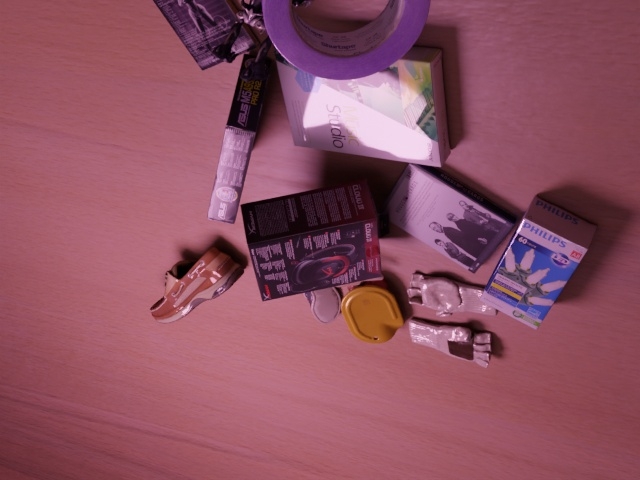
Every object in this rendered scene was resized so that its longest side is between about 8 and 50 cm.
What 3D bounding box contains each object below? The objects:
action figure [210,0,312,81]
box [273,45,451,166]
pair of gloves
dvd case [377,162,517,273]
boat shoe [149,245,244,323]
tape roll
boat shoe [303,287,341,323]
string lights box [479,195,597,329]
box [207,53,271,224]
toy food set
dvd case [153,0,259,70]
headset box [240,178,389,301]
[{"bbox_3d":[-0.103,-0.428,1.705,0.164,0.141,0.275,24,124,-2],"label":"action figure"},{"bbox_3d":[0.080,-0.264,1.826,0.322,0.058,0.232,10,134,25],"label":"box"},{"bbox_3d":[0.286,0.175,2.136,0.204,0.042,0.240,15,136,21],"label":"pair of gloves"},{"bbox_3d":[0.251,-0.049,1.947,0.239,0.029,0.179,33,140,2],"label":"dvd case"},{"bbox_3d":[-0.325,0.101,2.418,0.324,0.122,0.120,-31,104,38],"label":"boat shoe"},{"bbox_3d":[0.038,-0.405,1.590,0.275,0.090,0.275,-3,128,-4],"label":"tape roll"},{"bbox_3d":[-0.007,0.110,2.266,0.065,0.075,0.206,56,171,49],"label":"boat shoe"},{"bbox_3d":[0.422,0.046,1.893,0.133,0.077,0.259,27,139,9],"label":"string lights box"},{"bbox_3d":[-0.162,-0.199,1.921,0.060,0.216,0.270,13,140,-5],"label":"box"},{"bbox_3d":[0.113,0.136,2.201,0.128,0.071,0.218,-13,127,12],"label":"toy food set"},{"bbox_3d":[-0.237,-0.446,1.884,0.164,0.018,0.221,-12,123,42],"label":"dvd case"},{"bbox_3d":[0.000,0.000,1.988,0.293,0.110,0.218,-12,145,-1],"label":"headset box"}]
